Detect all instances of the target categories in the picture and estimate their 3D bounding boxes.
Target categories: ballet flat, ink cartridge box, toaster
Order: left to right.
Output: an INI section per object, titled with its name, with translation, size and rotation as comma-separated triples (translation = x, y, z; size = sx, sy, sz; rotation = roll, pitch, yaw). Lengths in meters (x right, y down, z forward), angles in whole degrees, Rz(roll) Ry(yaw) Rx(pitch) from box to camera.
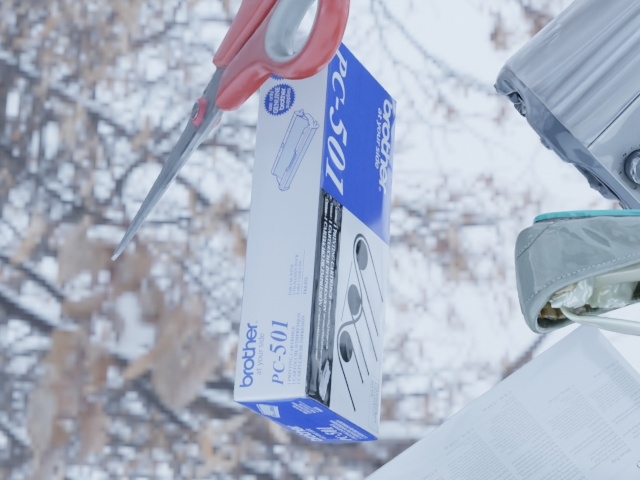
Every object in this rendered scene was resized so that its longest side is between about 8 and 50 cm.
[ink cartridge box]
translation = 0.000, 0.000, 0.889
size = 0.046, 0.207, 0.097
rotation = -6, -22, 24
[toaster]
translation = 0.206, -0.100, 1.014
size = 0.146, 0.227, 0.129
rotation = -43, -76, 9
[ballet flat]
translation = 0.194, 0.011, 0.765
size = 0.213, 0.068, 0.072
rotation = -9, -24, 28

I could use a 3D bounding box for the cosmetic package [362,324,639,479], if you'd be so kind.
[cosmetic package]
translation = 0.094, 0.154, 0.925
size = 0.239, 0.099, 0.060
rotation = -32, -25, -19

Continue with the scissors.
[scissors]
translation = -0.052, -0.088, 0.872
size = 0.021, 0.109, 0.297
rotation = 11, -28, -25
